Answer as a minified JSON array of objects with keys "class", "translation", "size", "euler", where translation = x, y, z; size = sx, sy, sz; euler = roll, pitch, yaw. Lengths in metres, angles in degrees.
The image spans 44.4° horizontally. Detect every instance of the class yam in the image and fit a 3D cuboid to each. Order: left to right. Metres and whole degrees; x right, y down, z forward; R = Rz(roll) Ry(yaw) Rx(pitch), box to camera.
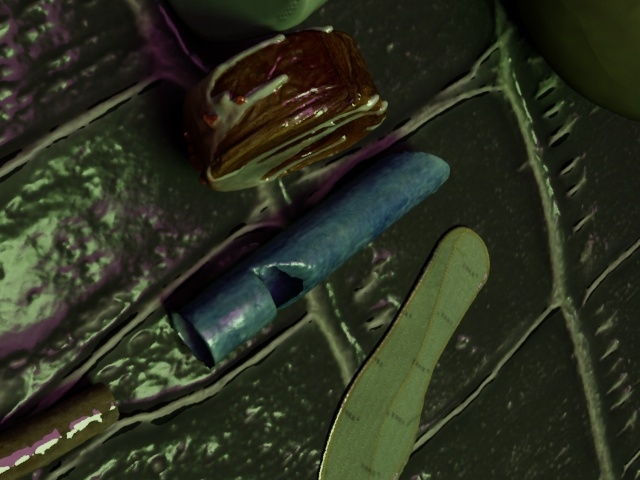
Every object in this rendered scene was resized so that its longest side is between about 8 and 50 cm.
[{"class":"yam","translation":[-0.290,0.183,0.526],"size":[0.327,0.045,0.045],"euler":[-25,143,-34]}]

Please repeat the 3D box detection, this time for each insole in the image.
[{"class":"insole","translation":[0.090,0.139,0.824],"size":[0.119,0.009,0.348],"euler":[40,72,-32]}]

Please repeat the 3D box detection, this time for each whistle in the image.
[{"class":"whistle","translation":[0.000,0.000,0.710],"size":[0.304,0.062,0.062],"euler":[-37,116,-27]}]

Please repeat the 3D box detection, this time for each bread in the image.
[{"class":"bread","translation":[-0.032,-0.100,0.614],"size":[0.160,0.160,0.073],"euler":[-20,84,-33]}]

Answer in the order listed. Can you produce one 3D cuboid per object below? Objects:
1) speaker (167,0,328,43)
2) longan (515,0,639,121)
[{"class":"speaker","translation":[-0.073,-0.365,0.543],"size":[0.184,0.183,0.406],"euler":[-42,118,-32]},{"class":"longan","translation":[0.362,-0.296,0.779],"size":[0.361,0.361,0.361],"euler":[-5,98,-36]}]
